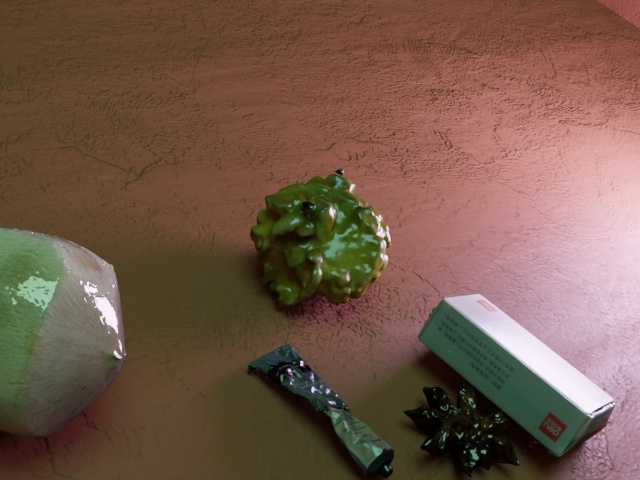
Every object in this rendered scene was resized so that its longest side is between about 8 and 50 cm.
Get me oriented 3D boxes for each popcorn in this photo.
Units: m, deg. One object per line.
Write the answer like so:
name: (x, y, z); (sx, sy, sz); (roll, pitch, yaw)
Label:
popcorn: (-0.002, 0.000, 1.364); (0.189, 0.169, 0.218); (-22, 48, -38)

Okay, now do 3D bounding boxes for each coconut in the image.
coconut: (-0.345, 0.106, 1.055); (0.247, 0.245, 0.245); (19, 38, 3)

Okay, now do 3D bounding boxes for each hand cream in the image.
hand cream: (0.006, 0.229, 1.194); (0.248, 0.052, 0.075); (37, 19, 33)

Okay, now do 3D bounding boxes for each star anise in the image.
star anise: (0.194, 0.256, 1.214); (0.168, 0.057, 0.168); (17, 30, -10)

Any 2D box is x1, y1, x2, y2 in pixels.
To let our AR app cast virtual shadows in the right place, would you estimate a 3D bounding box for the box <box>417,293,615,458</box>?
box: (0.279, 0.185, 1.278); (0.269, 0.079, 0.135); (39, 21, 26)
